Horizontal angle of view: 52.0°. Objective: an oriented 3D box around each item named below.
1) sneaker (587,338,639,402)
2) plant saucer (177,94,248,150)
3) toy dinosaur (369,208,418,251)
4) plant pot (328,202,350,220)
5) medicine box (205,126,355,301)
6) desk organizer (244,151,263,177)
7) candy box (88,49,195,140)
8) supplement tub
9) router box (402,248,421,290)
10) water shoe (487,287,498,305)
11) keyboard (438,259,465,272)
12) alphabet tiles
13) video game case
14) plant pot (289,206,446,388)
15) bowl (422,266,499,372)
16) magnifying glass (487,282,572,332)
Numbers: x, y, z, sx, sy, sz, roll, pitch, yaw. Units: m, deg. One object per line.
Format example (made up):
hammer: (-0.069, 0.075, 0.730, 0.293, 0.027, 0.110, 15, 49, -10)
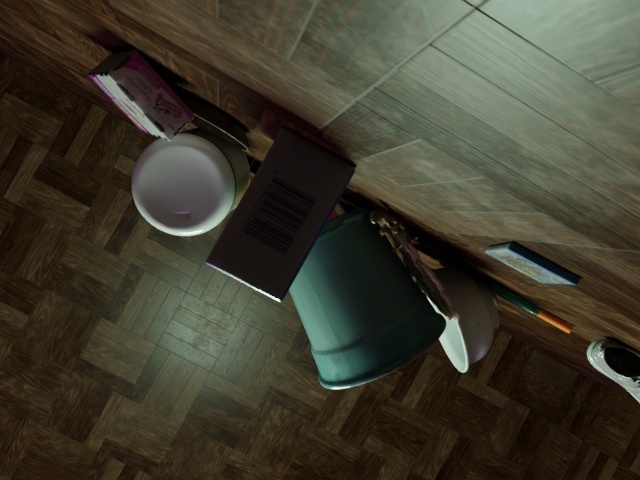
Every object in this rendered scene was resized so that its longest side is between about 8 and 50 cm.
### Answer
sneaker: (0.739, 0.320, 1.481, 0.281, 0.105, 0.115, 28, 178, 22)
plant saucer: (-0.231, -0.252, 1.376, 0.199, 0.036, 0.198, 29, 178, 1)
toy dinosaur: (0.159, -0.036, 1.435, 0.112, 0.064, 0.211, 60, -171, 11)
plant pot: (0.000, 0.000, 1.841, 0.275, 0.274, 0.243, 28, 168, 20)
medicine box: (-0.075, -0.043, 1.222, 0.149, 0.263, 0.289, 29, 178, -3)
desk organizer: (-0.211, -0.219, 1.832, 0.130, 0.047, 0.050, 29, 176, -5)
candy box: (-0.346, -0.279, 1.253, 0.159, 0.071, 0.233, 49, 169, -29)
supplement tub: (-0.292, -0.149, 1.553, 0.228, 0.228, 0.316, 29, -167, -4)
router box: (0.253, 0.104, 1.824, 0.046, 0.133, 0.179, -2, -171, 6)
water shoe: (0.455, 0.154, 1.959, 0.080, 0.072, 0.203, -13, -166, -38)
keyboard: (0.395, 0.095, 1.900, 0.072, 0.014, 0.256, 28, 178, 22)
alphabet tiles: (0.235, 0.072, 1.571, 0.284, 0.021, 0.278, 56, 179, -37)
video game case: (0.345, 0.040, 1.087, 0.119, 0.015, 0.166, 29, 178, 3)
plant pot: (0.075, 0.120, 1.569, 0.334, 0.341, 0.341, 63, 172, -8)
bowl: (0.385, 0.191, 1.752, 0.298, 0.134, 0.297, 161, 90, -86)
magnifying glass: (0.541, 0.174, 1.698, 0.231, 0.026, 0.092, 28, 178, 9)
